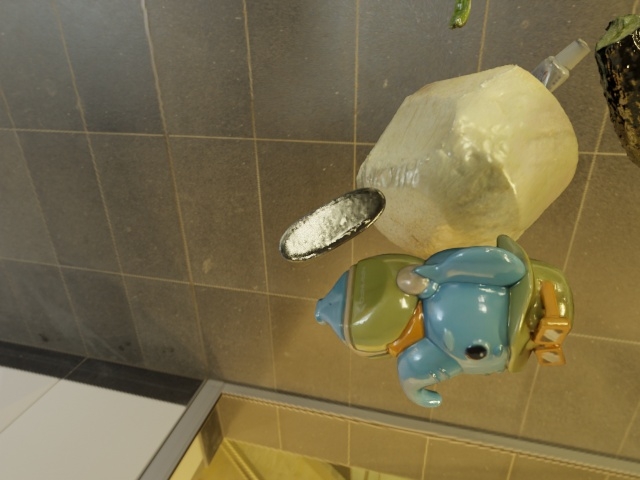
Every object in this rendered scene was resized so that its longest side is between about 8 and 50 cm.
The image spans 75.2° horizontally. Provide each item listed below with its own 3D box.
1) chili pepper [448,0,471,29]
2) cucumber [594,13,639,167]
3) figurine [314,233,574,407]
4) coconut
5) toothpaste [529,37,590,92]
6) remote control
[{"bbox_3d":[0.367,-0.643,1.082,0.051,0.050,0.202,1,89,37],"label":"chili pepper"},{"bbox_3d":[0.534,-0.225,0.706,0.072,0.081,0.303,-5,137,45],"label":"cucumber"},{"bbox_3d":[0.134,0.085,0.463,0.261,0.154,0.180,-19,106,33],"label":"figurine"},{"bbox_3d":[0.287,-0.159,0.853,0.414,0.416,0.345,-12,126,21],"label":"coconut"},{"bbox_3d":[0.517,-0.369,1.023,0.068,0.099,0.282,45,130,-3],"label":"toothpaste"},{"bbox_3d":[0.000,0.000,0.546,0.107,0.377,0.044,-34,88,-5],"label":"remote control"}]
